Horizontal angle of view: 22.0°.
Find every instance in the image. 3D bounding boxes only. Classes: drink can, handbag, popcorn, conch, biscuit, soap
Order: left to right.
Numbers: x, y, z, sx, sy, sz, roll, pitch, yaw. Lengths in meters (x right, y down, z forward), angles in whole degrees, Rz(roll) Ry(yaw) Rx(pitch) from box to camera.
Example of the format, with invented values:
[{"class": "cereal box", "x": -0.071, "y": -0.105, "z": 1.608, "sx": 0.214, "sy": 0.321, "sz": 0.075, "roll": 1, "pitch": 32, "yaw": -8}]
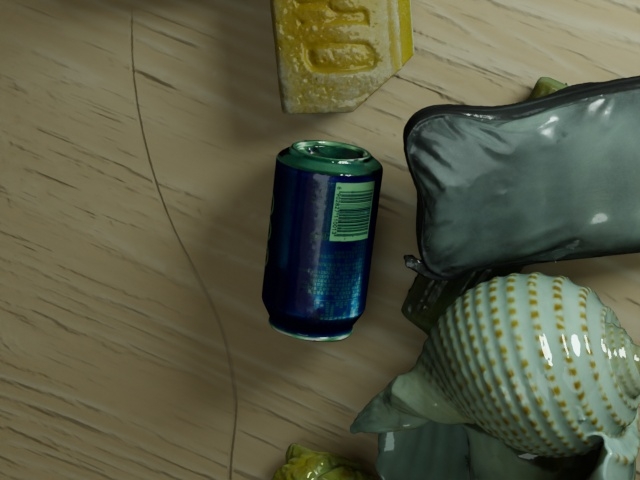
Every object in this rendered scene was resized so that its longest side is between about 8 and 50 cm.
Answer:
[{"class": "drink can", "x": 0.000, "y": 0.000, "z": 1.770, "sx": 0.118, "sy": 0.118, "sz": 0.205, "roll": 11, "pitch": 106, "yaw": 12}, {"class": "popcorn", "x": 0.000, "y": 0.302, "z": 1.841, "sx": 0.141, "sy": 0.135, "sz": 0.162, "roll": -36, "pitch": 80, "yaw": 0}, {"class": "soap", "x": 0.020, "y": -0.252, "z": 1.720, "sx": 0.140, "sy": 0.073, "sz": 0.232, "roll": 0, "pitch": 105, "yaw": 20}, {"class": "biscuit", "x": 0.191, "y": -0.023, "z": 1.754, "sx": 0.099, "sy": 0.038, "sz": 0.322, "roll": 32, "pitch": 110, "yaw": 2}, {"class": "conch", "x": 0.211, "y": 0.185, "z": 1.714, "sx": 0.319, "sy": 0.215, "sz": 0.303, "roll": -17, "pitch": 91, "yaw": 51}, {"class": "handbag", "x": 0.240, "y": -0.062, "z": 1.679, "sx": 0.332, "sy": 0.075, "sz": 0.192, "roll": -9, "pitch": 114, "yaw": 3}]
